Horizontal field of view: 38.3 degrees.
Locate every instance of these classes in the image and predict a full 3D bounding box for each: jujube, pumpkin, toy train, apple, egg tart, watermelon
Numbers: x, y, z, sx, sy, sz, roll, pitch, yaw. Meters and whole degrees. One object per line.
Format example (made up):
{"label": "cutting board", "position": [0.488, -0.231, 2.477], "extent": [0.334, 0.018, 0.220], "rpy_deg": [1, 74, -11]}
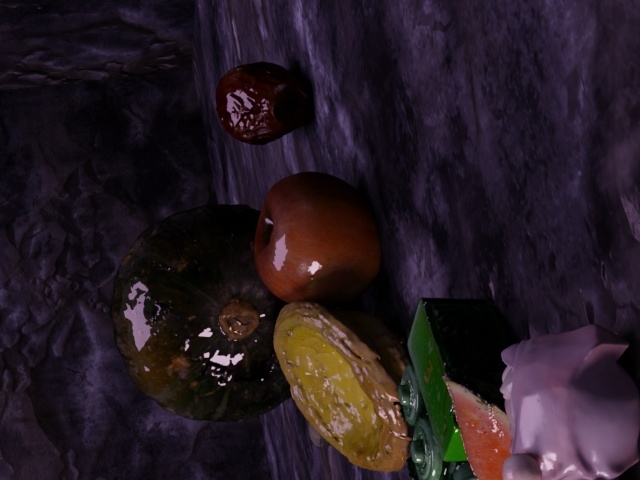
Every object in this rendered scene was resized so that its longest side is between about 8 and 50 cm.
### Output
{"label": "jujube", "position": [-0.131, -0.312, 2.106], "extent": [0.290, 0.197, 0.197], "rpy_deg": [20, 119, 58]}
{"label": "pumpkin", "position": [-0.201, 0.145, 1.875], "extent": [0.344, 0.454, 0.455], "rpy_deg": [165, 96, -66]}
{"label": "toy train", "position": [0.180, 0.199, 1.186], "extent": [0.243, 0.132, 0.188], "rpy_deg": [-102, 17, -50]}
{"label": "apple", "position": [0.000, 0.000, 1.695], "extent": [0.253, 0.253, 0.254], "rpy_deg": [172, 90, -77]}
{"label": "egg tart", "position": [0.061, 0.244, 1.620], "extent": [0.345, 0.132, 0.345], "rpy_deg": [37, 140, 38]}
{"label": "watermelon", "position": [0.220, 0.240, 1.051], "extent": [0.245, 0.119, 0.063], "rpy_deg": [63, -143, -24]}

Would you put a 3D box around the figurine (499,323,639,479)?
{"label": "figurine", "position": [0.252, 0.217, 0.909], "extent": [0.133, 0.200, 0.276], "rpy_deg": [-4, 98, 35]}

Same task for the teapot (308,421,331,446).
{"label": "teapot", "position": [0.016, 0.396, 2.155], "extent": [0.107, 0.077, 0.200], "rpy_deg": [-122, 26, -51]}
